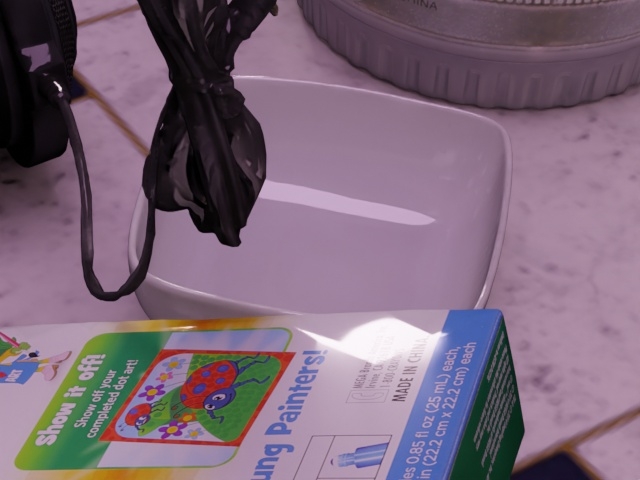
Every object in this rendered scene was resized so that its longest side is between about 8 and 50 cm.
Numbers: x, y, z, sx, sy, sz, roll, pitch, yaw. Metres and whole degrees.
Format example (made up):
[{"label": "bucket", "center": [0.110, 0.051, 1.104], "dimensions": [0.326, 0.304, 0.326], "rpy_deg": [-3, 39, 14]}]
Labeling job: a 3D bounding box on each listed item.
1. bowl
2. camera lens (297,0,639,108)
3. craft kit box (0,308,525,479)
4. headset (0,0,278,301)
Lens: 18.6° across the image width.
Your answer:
[{"label": "bowl", "center": [0.000, 0.000, 0.773], "dimensions": [0.142, 0.053, 0.142], "rpy_deg": [10, 41, 5]}, {"label": "camera lens", "center": [0.092, -0.226, 0.874], "dimensions": [0.219, 0.274, 0.219], "rpy_deg": [3, 41, -3]}, {"label": "craft kit box", "center": [-0.085, 0.111, 0.563], "dimensions": [0.246, 0.061, 0.250], "rpy_deg": [0, 32, 19]}, {"label": "headset", "center": [-0.186, -0.077, 0.744], "dimensions": [0.394, 0.185, 0.243], "rpy_deg": [17, 41, 31]}]
